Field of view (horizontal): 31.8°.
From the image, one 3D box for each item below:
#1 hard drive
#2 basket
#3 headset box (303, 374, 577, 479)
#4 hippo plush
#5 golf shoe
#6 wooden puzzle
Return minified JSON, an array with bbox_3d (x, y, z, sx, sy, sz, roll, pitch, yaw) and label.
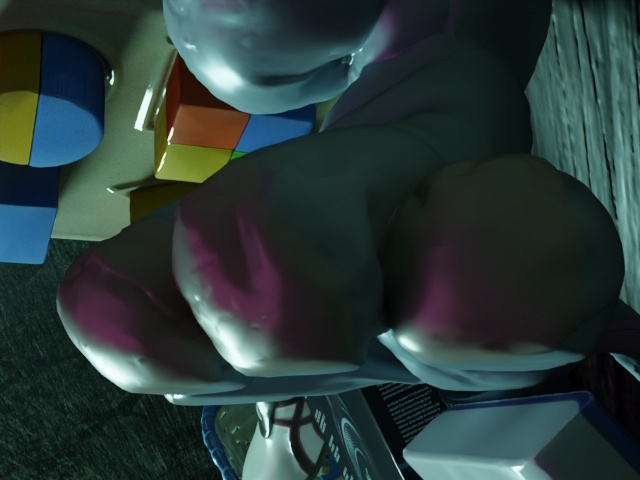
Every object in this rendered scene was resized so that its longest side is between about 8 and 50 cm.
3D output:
[{"bbox_3d":[0.177,0.196,0.478,0.319,0.040,0.210,47,167,2],"label":"hard drive"},{"bbox_3d":[-0.044,0.190,1.294,0.289,0.201,0.255,53,176,-34],"label":"basket"},{"bbox_3d":[0.071,0.107,0.817,0.246,0.131,0.283,97,148,-68],"label":"headset box"},{"bbox_3d":[0.042,-0.059,0.465,0.234,0.294,0.237,118,150,-76],"label":"hippo plush"},{"bbox_3d":[-0.030,0.134,1.051,0.273,0.120,0.105,-64,26,22],"label":"golf shoe"},{"bbox_3d":[-0.149,-0.060,0.820,0.322,0.347,0.081,124,150,-57],"label":"wooden puzzle"}]
